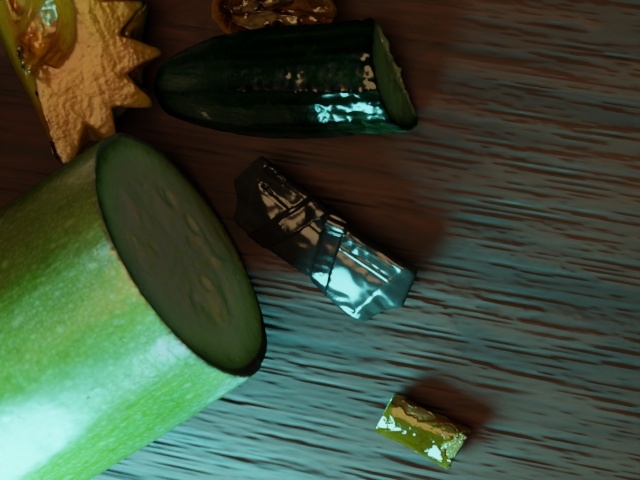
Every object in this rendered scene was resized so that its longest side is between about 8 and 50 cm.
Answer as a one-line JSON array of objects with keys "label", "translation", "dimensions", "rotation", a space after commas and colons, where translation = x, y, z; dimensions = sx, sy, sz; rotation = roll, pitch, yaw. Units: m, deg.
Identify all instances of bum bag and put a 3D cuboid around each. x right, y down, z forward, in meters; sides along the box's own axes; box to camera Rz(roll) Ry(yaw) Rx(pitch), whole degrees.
[{"label": "bum bag", "translation": [0.000, 0.000, 1.809], "dimensions": [0.198, 0.049, 0.087], "rotation": [37, 122, 4]}]

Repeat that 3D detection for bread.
[{"label": "bread", "translation": [0.096, 0.178, 1.814], "dimensions": [0.083, 0.036, 0.047], "rotation": [27, 113, 9]}]

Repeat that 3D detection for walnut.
[{"label": "walnut", "translation": [-0.039, -0.224, 1.779], "dimensions": [0.121, 0.052, 0.091], "rotation": [1, 134, 16]}]

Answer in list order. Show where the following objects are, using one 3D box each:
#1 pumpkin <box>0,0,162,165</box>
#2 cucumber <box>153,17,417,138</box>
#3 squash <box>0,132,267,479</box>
[{"label": "pumpkin", "translation": [-0.239, -0.211, 1.827], "dimensions": [0.130, 0.149, 0.254], "rotation": [-22, 102, -12]}, {"label": "cucumber", "translation": [-0.043, -0.135, 1.776], "dimensions": [0.244, 0.063, 0.115], "rotation": [-3, 121, 21]}, {"label": "squash", "translation": [-0.273, 0.110, 1.793], "dimensions": [0.384, 0.263, 0.263], "rotation": [-32, 89, 18]}]
